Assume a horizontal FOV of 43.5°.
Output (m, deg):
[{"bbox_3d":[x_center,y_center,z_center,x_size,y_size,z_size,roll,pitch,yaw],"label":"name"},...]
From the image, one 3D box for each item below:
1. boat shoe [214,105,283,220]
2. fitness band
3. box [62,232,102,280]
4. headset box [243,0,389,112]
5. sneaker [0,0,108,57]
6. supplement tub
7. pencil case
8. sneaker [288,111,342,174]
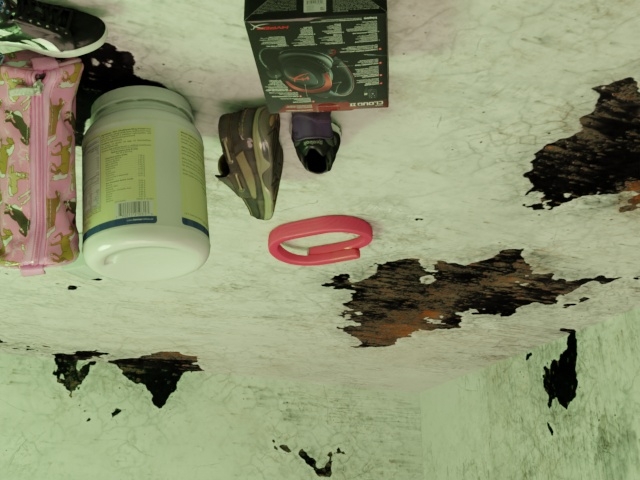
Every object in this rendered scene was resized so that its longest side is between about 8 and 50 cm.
[{"bbox_3d":[-0.152,-0.166,1.704,0.130,0.132,0.355,9,149,3],"label":"boat shoe"},{"bbox_3d":[0.000,0.000,2.172,0.291,0.054,0.209,-11,152,22],"label":"fitness band"},{"bbox_3d":[-0.636,0.043,2.192,0.087,0.101,0.102,-12,156,25],"label":"box"},{"bbox_3d":[0.004,-0.319,1.332,0.218,0.110,0.293,-2,157,5],"label":"headset box"},{"bbox_3d":[-0.457,-0.358,1.273,0.217,0.079,0.121,2,158,-2],"label":"sneaker"},{"bbox_3d":[-0.336,-0.106,1.536,0.236,0.324,0.235,-6,159,-2],"label":"supplement tub"},{"bbox_3d":[-0.498,-0.137,1.412,0.160,0.385,0.167,12,-163,21],"label":"pencil case"},{"bbox_3d":[-0.015,-0.182,1.599,0.107,0.124,0.283,-4,169,6],"label":"sneaker"}]
